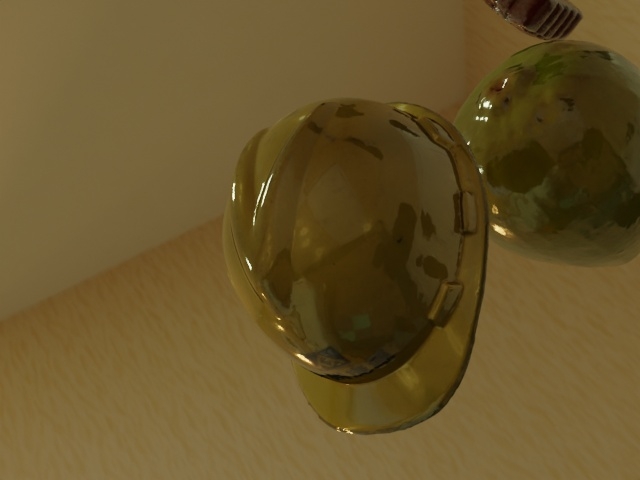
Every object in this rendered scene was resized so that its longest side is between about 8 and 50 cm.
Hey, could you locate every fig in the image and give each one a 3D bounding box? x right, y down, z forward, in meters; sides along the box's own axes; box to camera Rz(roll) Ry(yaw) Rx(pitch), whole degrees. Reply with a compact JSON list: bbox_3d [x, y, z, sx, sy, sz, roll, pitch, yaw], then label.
[{"bbox_3d":[0.231,-0.079,0.935,0.230,0.207,0.207,21,-68,-46],"label":"fig"}]

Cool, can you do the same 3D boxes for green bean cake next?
[{"bbox_3d":[0.236,-0.295,1.180,0.056,0.135,0.136,-51,-25,24],"label":"green bean cake"}]

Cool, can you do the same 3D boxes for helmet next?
[{"bbox_3d":[0.000,0.000,0.700,0.205,0.257,0.140,-19,-28,40],"label":"helmet"}]
